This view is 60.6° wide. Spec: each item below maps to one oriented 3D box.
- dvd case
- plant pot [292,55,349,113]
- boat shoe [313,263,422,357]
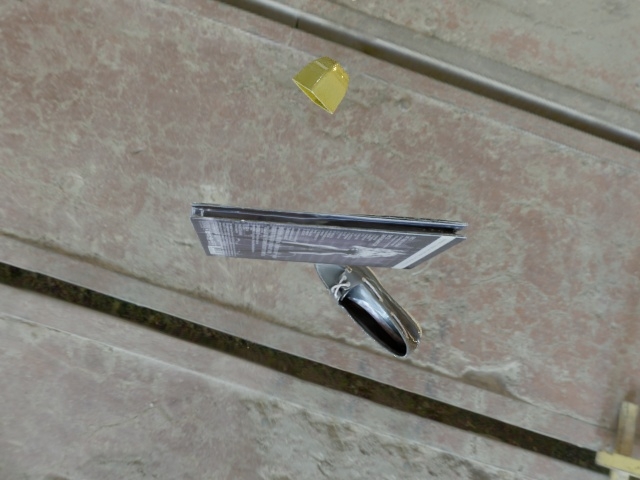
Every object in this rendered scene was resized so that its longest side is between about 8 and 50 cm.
[{"bbox_3d":[0.000,0.000,0.505,0.221,0.164,0.018,4,77,-6],"label":"dvd case"},{"bbox_3d":[0.009,-0.326,1.123,0.083,0.081,0.081,-50,46,4],"label":"plant pot"},{"bbox_3d":[0.108,0.149,1.329,0.335,0.095,0.112,42,120,4],"label":"boat shoe"}]
